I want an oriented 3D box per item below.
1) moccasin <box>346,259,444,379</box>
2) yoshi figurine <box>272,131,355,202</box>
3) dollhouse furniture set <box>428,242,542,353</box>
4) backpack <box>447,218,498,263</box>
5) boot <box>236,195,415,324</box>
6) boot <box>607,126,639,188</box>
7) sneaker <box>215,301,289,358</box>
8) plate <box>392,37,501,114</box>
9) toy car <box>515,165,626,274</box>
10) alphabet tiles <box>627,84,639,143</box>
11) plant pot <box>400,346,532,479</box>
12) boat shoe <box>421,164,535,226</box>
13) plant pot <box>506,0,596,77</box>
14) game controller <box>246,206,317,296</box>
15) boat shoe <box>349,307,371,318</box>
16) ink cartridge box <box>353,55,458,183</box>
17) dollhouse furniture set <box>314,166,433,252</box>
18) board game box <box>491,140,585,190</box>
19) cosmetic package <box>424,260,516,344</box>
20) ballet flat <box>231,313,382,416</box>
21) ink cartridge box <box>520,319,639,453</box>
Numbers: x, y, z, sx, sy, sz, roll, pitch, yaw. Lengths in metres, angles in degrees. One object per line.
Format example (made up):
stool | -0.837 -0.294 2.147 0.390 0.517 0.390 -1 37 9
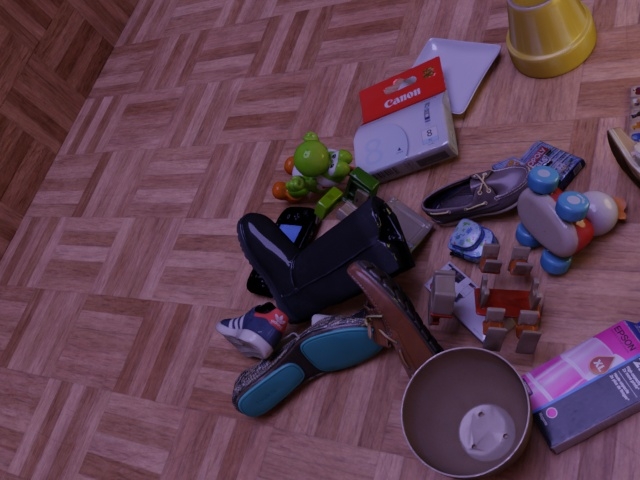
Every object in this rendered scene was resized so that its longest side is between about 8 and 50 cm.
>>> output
moccasin | 0.177 0.216 1.661 0.147 0.380 0.139 -33 14 14
yoshi figurine | -0.044 -0.230 2.095 0.203 0.203 0.362 -22 4 -29
dollhouse furniture set | 0.395 0.147 1.629 0.259 0.135 0.262 4 47 5
backpack | 0.408 0.003 1.808 0.114 0.084 0.105 25 79 38
boot | 0.001 0.002 1.842 0.445 0.367 0.146 -33 -1 43
boot | 0.855 -0.220 1.659 0.203 0.095 0.262 -33 54 11
sneaker | -0.188 0.248 1.948 0.148 0.131 0.350 -51 20 -18
plate | 0.409 -0.526 2.181 0.278 0.045 0.277 21 73 40
toy car | 0.637 -0.072 1.674 0.238 0.219 0.210 -18 46 -15
alphabet tiles | 0.909 -0.321 1.755 0.198 0.009 0.237 -1 61 32
plant pot | 0.345 0.405 1.512 0.284 0.191 0.284 -16 54 23
boat shoe | 0.426 -0.129 1.827 0.324 0.097 0.116 -21 58 37
plant pot | 0.657 -0.649 1.976 0.254 0.239 0.254 -16 54 22
game controller | -0.121 0.033 2.136 0.166 0.067 0.319 11 67 37
boat shoe | 0.143 0.197 1.871 0.152 0.049 0.056 -23 52 19
ink cartridge box | 0.250 -0.390 2.119 0.308 0.091 0.385 -19 61 28
dollhouse furniture set | 0.151 -0.038 1.966 0.301 0.151 0.197 38 62 14
board game box | 0.578 -0.189 1.843 0.194 0.060 0.194 -49 49 -4
cosmetic package | 0.380 0.163 1.737 0.099 0.060 0.239 -44 48 1
ballet flat | -0.045 0.308 1.864 0.483 0.164 0.182 -32 30 13
ink cartridge box | 0.631 0.303 1.489 0.371 0.069 0.175 -31 49 9
